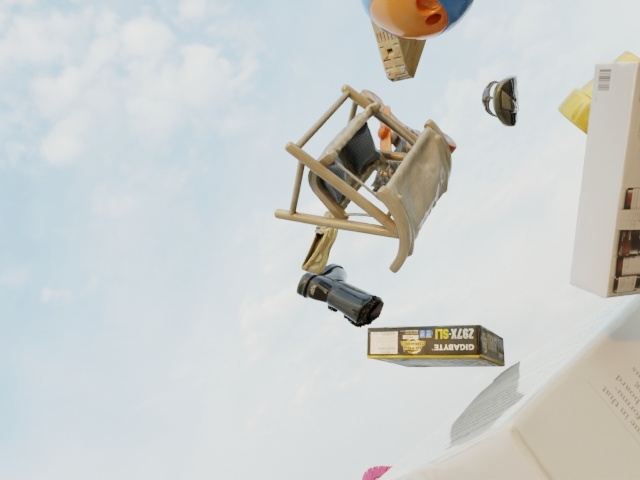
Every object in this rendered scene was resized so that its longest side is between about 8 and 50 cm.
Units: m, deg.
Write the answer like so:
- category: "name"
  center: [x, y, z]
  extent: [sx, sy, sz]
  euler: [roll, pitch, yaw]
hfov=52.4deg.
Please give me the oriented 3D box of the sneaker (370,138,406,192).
- category: "sneaker"
  center: [0.185, -0.205, 1.753]
  extent: [0.089, 0.170, 0.051]
  euler: [2, -29, 9]

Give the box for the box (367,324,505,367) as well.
- category: "box"
  center: [0.284, 0.256, 1.550]
  extent: [0.257, 0.079, 0.322]
  euler: [-7, -16, 23]

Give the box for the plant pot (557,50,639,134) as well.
- category: "plant pot"
  center: [0.866, -0.401, 1.883]
  extent: [0.254, 0.254, 0.239]
  euler: [7, -52, -47]

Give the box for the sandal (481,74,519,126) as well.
- category: "sandal"
  center: [0.453, -0.352, 1.641]
  extent: [0.303, 0.086, 0.120]
  euler: [-40, -52, -66]

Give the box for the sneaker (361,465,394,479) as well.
- category: "sneaker"
  center: [0.195, 0.476, 1.261]
  extent: [0.111, 0.103, 0.252]
  euler: [28, -37, -28]

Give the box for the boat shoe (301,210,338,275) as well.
- category: "boat shoe"
  center: [-0.001, 0.000, 1.472]
  extent: [0.048, 0.056, 0.153]
  euler: [19, -92, -26]

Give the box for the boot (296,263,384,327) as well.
- category: "boot"
  center: [0.076, 0.148, 1.741]
  extent: [0.246, 0.207, 0.094]
  euler: [-6, -61, -65]

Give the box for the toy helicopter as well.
- category: "toy helicopter"
  center: [0.214, -0.326, 1.918]
  extent: [0.235, 0.355, 0.140]
  euler: [-5, -41, -48]

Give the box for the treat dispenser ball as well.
- category: "treat dispenser ball"
  center: [0.228, -0.616, 1.518]
  extent: [0.288, 0.288, 0.288]
  euler: [-25, -36, -20]

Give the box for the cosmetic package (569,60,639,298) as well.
- category: "cosmetic package"
  center: [0.333, -0.064, 0.684]
  extent: [0.099, 0.060, 0.239]
  euler: [-5, -75, -23]

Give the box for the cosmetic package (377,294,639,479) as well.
- category: "cosmetic package"
  center: [0.330, 0.321, 0.818]
  extent: [0.393, 0.327, 0.329]
  euler: [-25, -17, -39]

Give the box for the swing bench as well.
- category: "swing bench"
  center: [0.093, -0.118, 1.161]
  extent: [0.253, 0.254, 0.165]
  euler: [-55, -16, -44]

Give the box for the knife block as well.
- category: "knife block"
  center: [0.260, -0.608, 1.808]
  extent: [0.242, 0.088, 0.276]
  euler: [-29, -70, -30]
